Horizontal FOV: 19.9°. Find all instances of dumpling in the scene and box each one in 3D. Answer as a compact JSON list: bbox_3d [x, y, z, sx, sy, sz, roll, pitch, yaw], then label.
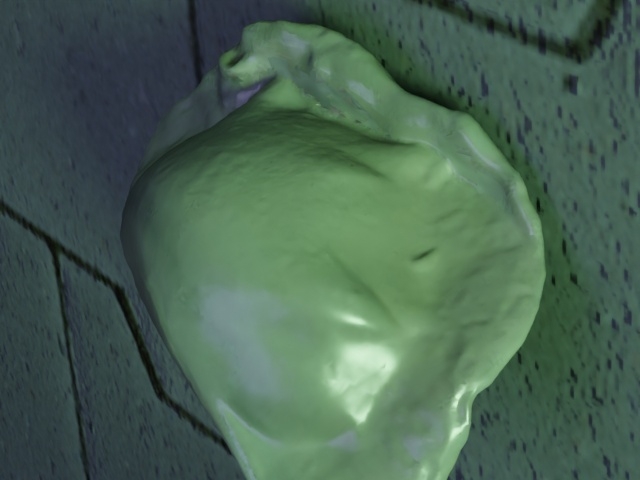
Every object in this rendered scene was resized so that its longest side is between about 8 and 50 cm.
[{"bbox_3d":[0.000,0.000,0.683,0.151,0.124,0.229,-45,53,17],"label":"dumpling"}]
